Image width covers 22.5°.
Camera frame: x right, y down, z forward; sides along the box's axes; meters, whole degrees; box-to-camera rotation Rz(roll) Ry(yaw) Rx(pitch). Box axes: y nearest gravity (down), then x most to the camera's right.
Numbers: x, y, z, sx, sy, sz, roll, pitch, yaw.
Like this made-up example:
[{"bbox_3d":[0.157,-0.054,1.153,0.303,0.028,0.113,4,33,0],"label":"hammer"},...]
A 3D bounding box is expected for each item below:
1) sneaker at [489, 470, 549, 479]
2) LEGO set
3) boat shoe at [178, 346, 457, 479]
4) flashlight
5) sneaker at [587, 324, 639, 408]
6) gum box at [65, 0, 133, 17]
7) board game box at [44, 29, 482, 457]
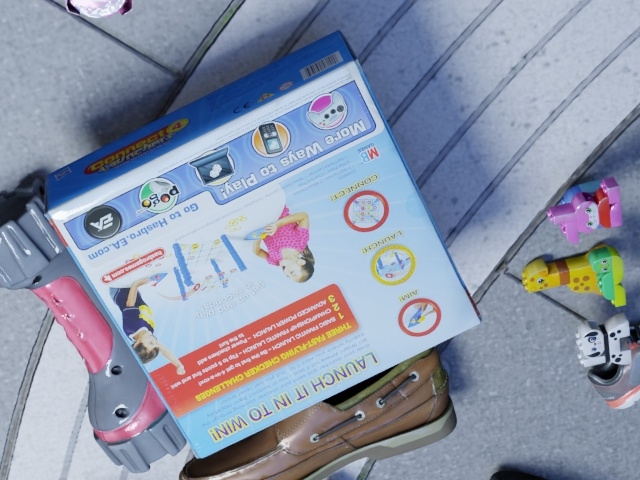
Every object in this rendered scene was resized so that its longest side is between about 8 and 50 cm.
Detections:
[{"bbox_3d":[0.277,0.366,1.822,0.270,0.090,0.145,24,107,-23],"label":"sneaker"},{"bbox_3d":[0.258,0.026,1.657,0.093,0.087,0.227,-13,124,-1],"label":"LEGO set"},{"bbox_3d":[-0.013,0.188,1.677,0.307,0.111,0.104,-21,115,-11],"label":"boat shoe"},{"bbox_3d":[-0.237,0.092,1.582,0.103,0.103,0.304,-29,119,7],"label":"flashlight"},{"bbox_3d":[0.353,0.114,1.732,0.065,0.061,0.158,39,103,-18],"label":"sneaker"},{"bbox_3d":[-0.198,-0.294,1.394,0.062,0.107,0.188,-3,117,-10],"label":"gum box"},{"bbox_3d":[-0.049,0.009,1.496,0.308,0.086,0.302,-26,118,3],"label":"board game box"}]
